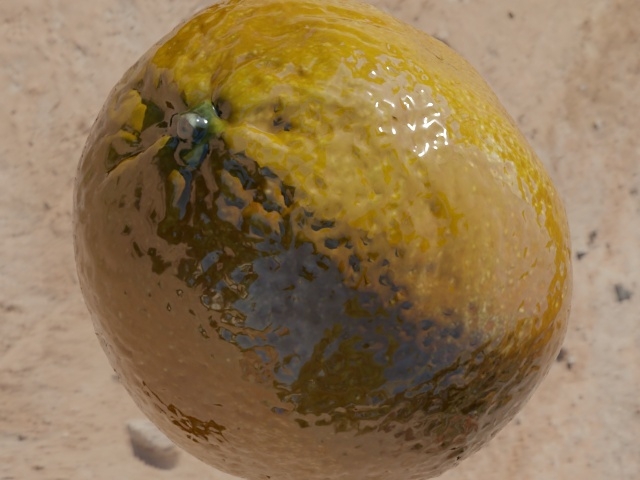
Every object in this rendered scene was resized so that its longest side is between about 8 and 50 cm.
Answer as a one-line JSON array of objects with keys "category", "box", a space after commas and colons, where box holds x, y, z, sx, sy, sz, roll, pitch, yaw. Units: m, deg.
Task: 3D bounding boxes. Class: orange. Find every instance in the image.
[{"category": "orange", "box": [0.000, 0.000, 0.698, 0.264, 0.264, 0.264, 8, 73, -29]}]
